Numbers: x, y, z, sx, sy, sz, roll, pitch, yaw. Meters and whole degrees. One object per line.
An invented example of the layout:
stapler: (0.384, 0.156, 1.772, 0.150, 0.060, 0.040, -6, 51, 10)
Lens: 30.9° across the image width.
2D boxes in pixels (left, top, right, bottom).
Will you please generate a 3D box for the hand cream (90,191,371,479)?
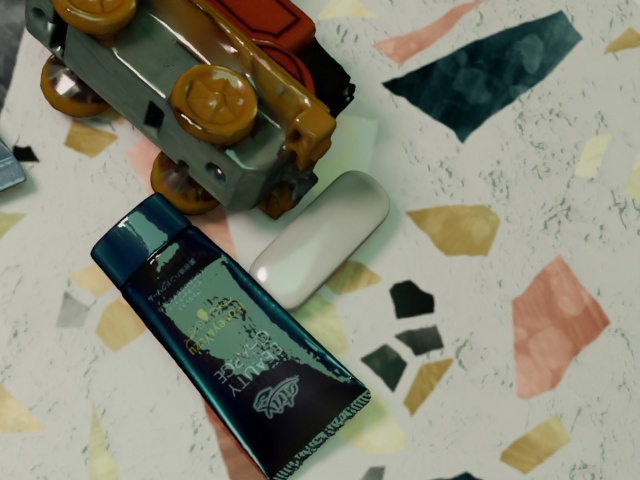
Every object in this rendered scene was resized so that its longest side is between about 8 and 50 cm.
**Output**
hand cream: (-0.087, 0.082, 1.041, 0.120, 0.061, 0.270, -43, 88, -5)

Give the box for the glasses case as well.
glasses case: (0.000, 0.000, 1.092, 0.063, 0.041, 0.164, 42, 69, 4)

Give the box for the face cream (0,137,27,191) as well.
face cream: (-0.416, -0.196, 1.069, 0.135, 0.086, 0.385, -26, 82, -17)

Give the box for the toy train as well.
toy train: (-0.125, -0.190, 1.080, 0.369, 0.163, 0.231, 42, 61, 6)
